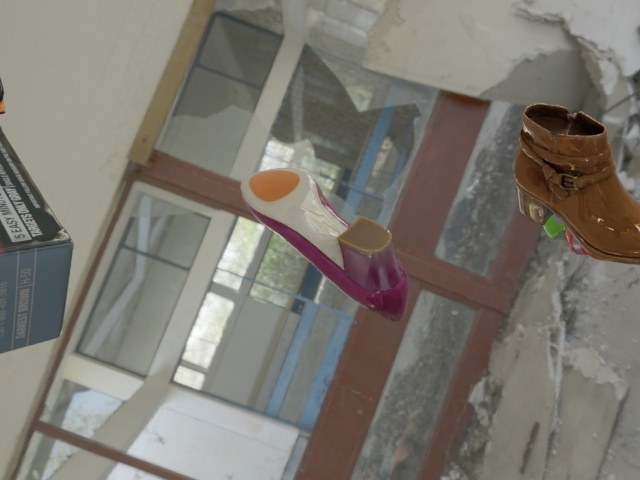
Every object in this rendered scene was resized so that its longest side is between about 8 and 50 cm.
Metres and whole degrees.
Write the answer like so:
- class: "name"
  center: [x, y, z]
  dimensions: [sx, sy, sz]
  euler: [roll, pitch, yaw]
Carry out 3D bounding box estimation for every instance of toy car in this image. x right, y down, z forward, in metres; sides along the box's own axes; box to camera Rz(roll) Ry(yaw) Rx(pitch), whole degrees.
- class: "toy car"
  center: [0.407, -0.046, 0.965]
  dimensions: [0.225, 0.053, 0.238]
  euler: [47, -155, -64]

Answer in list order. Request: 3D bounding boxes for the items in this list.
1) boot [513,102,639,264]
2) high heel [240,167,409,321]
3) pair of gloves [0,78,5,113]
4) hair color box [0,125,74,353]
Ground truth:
- class: "boot"
  center: [0.295, -0.059, 0.603]
  dimensions: [0.073, 0.197, 0.152]
  euler: [-50, -36, -25]
- class: "high heel"
  center: [0.000, 0.000, 0.634]
  dimensions: [0.082, 0.244, 0.117]
  euler: [-42, -44, -26]
- class: "pair of gloves"
  center: [-0.469, -0.200, 0.778]
  dimensions: [0.010, 0.084, 0.074]
  euler: [-6, -97, -79]
- class: "hair color box"
  center: [-0.387, 0.015, 0.367]
  dimensions: [0.375, 0.185, 0.113]
  euler: [-14, -41, -42]
